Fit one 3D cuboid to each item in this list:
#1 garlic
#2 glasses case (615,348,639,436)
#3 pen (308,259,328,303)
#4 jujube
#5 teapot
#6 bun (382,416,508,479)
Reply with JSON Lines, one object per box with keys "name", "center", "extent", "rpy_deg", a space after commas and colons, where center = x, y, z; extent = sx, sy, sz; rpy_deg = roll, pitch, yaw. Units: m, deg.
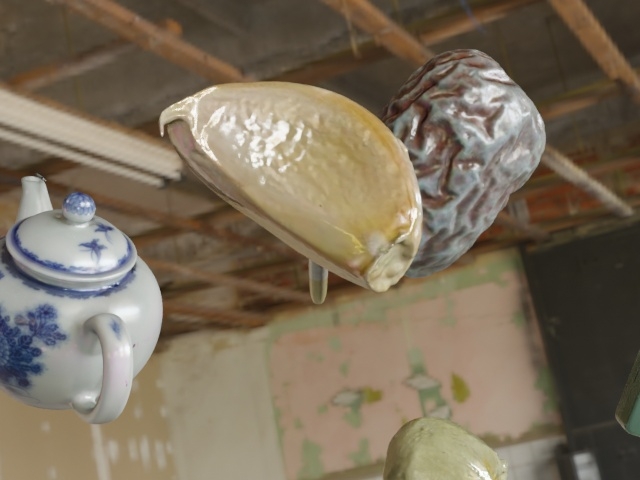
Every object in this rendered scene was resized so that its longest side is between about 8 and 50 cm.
{"name": "garlic", "center": [-0.021, -0.056, 1.024], "extent": [0.145, 0.245, 0.164], "rpy_deg": [-57, 6, 24]}
{"name": "glasses case", "center": [0.361, 0.111, 1.171], "extent": [0.078, 0.184, 0.039], "rpy_deg": [17, 11, -8]}
{"name": "pen", "center": [0.000, 0.000, 1.759], "extent": [0.040, 0.032, 0.233], "rpy_deg": [-29, -44, -32]}
{"name": "jujube", "center": [0.159, -0.101, 1.607], "extent": [0.317, 0.226, 0.226], "rpy_deg": [-50, -21, 3]}
{"name": "teapot", "center": [-0.319, 0.063, 1.482], "extent": [0.252, 0.424, 0.280], "rpy_deg": [-2, -57, -29]}
{"name": "bun", "center": [0.157, 0.295, 1.319], "extent": [0.128, 0.222, 0.222], "rpy_deg": [-24, -17, 12]}
